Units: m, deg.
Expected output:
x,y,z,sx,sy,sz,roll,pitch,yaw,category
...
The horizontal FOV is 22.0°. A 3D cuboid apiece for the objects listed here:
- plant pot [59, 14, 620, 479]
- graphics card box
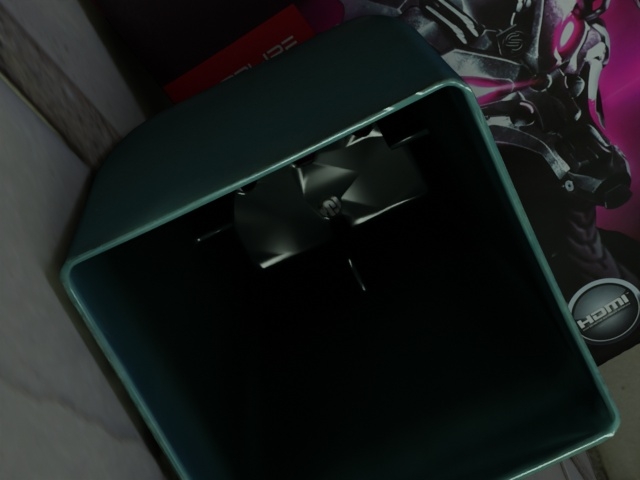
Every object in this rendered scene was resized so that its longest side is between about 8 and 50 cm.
x,y,z,sx,sy,sz,roll,pitch,yaw,category
0.000,0.000,0.730,0.165,0.166,0.234,63,5,-22,plant pot
0.063,-0.083,0.881,0.371,0.233,0.094,53,14,-26,graphics card box
